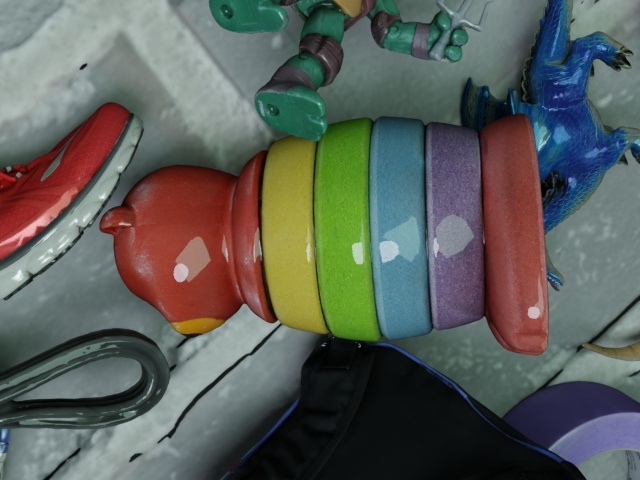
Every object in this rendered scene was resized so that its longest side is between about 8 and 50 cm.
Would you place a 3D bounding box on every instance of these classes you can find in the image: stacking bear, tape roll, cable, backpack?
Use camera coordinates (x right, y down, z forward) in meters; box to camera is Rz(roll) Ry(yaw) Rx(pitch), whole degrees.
[{"bbox_3d":[0.000,0.000,0.725,0.289,0.175,0.164,-2,84,7],"label":"stacking bear"},{"bbox_3d":[0.230,0.222,0.904,0.189,0.080,0.189,-3,103,-15],"label":"tape roll"},{"bbox_3d":[-0.248,0.115,0.694,0.287,0.072,0.139,-30,108,-19],"label":"cable"},{"bbox_3d":[0.032,0.232,0.746,0.263,0.276,0.213,-32,128,-25],"label":"backpack"}]

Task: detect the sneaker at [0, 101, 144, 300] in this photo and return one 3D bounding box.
[{"bbox_3d":[-0.242,-0.012,0.705,0.279,0.107,0.118,-39,104,-6],"label":"sneaker"}]

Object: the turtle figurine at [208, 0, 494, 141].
[{"bbox_3d":[0.026,-0.181,0.719,0.175,0.118,0.234,52,54,-17],"label":"turtle figurine"}]

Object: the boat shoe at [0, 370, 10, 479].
[{"bbox_3d":[-0.259,0.165,0.754,0.066,0.066,0.183,6,94,-16],"label":"boat shoe"}]

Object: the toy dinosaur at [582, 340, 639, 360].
[{"bbox_3d":[0.321,0.074,0.918,0.211,0.064,0.112,-36,91,-16],"label":"toy dinosaur"}]

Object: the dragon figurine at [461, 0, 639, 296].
[{"bbox_3d":[0.164,-0.093,0.813,0.144,0.085,0.289,-24,109,-11],"label":"dragon figurine"}]
